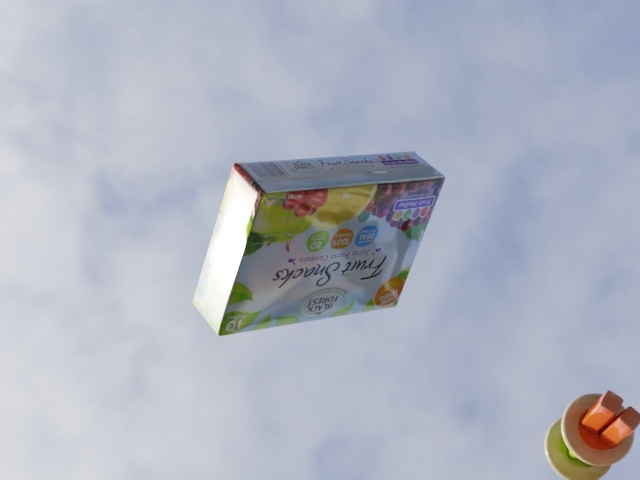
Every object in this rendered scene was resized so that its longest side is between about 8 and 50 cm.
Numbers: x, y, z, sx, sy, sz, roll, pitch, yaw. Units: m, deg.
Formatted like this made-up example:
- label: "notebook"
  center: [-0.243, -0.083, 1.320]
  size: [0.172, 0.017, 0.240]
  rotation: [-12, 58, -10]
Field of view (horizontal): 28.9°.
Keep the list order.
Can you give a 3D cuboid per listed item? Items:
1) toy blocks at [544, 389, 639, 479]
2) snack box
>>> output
- label: "toy blocks"
  center: [0.207, 0.156, 0.836]
  size: [0.054, 0.148, 0.123]
  rotation: [-13, -111, -12]
- label: "snack box"
  center: [0.000, 0.000, 0.747]
  size: [0.037, 0.141, 0.100]
  rotation: [46, -51, 38]
